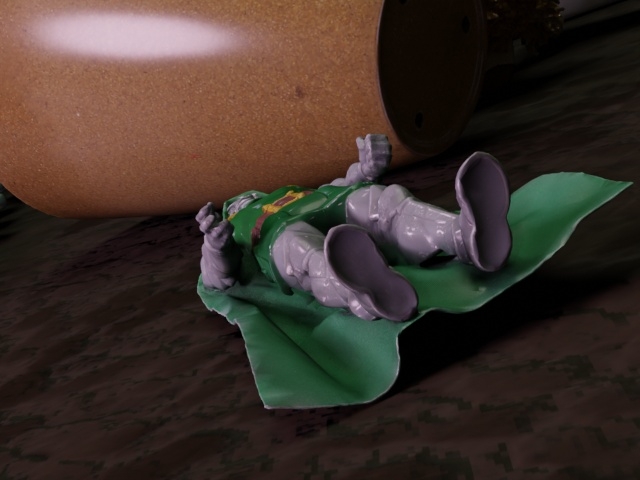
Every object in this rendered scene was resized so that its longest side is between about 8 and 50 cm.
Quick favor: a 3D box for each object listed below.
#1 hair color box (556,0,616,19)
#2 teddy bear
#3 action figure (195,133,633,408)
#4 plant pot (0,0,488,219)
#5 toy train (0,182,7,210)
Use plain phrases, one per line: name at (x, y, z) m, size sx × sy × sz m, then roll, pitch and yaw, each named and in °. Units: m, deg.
hair color box at (0.104, -0.259, 1.218) m, size 0.339 × 0.185 × 0.110 m, roll -19°, pitch 12°, yaw -3°
teddy bear at (0.056, -0.146, 1.007) m, size 0.245 × 0.113 × 0.338 m, roll -6°, pitch 0°, yaw -38°
action figure at (0.000, 0.000, 0.517) m, size 0.137 × 0.063 × 0.232 m, roll -26°, pitch 10°, yaw -16°
plant pot at (-0.041, -0.116, 0.785) m, size 0.254 × 0.237 × 0.237 m, roll 9°, pitch 26°, yaw 33°
toy train at (-0.368, -0.040, 1.120) m, size 0.190 × 0.142 × 0.334 m, roll -30°, pitch 13°, yaw -6°
